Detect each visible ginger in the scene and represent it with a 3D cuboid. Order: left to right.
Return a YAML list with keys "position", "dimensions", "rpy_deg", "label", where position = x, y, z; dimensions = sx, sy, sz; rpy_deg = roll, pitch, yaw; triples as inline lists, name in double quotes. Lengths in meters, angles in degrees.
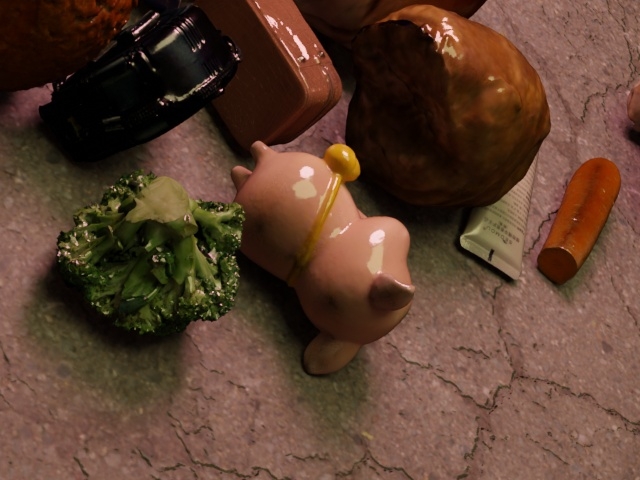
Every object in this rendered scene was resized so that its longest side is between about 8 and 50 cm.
- position: [0.161, -0.163, 1.904]
  dimensions: [0.200, 0.269, 0.223]
  rpy_deg: [33, 43, 30]
  label: "ginger"

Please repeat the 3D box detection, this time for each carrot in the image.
- position: [0.339, -0.035, 2.091]
  dimensions: [0.067, 0.067, 0.225]
  rpy_deg: [40, 45, -7]
  label: "carrot"

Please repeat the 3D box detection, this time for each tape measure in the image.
- position: [-0.179, -0.177, 1.699]
  dimensions: [0.112, 0.186, 0.199]
  rpy_deg: [58, 40, -19]
  label: "tape measure"

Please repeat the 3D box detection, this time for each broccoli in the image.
- position: [-0.165, 0.008, 1.606]
  dimensions: [0.195, 0.156, 0.195]
  rpy_deg: [-1, 52, 1]
  label: "broccoli"

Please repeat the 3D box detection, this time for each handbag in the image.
- position: [-0.073, -0.200, 1.830]
  dimensions: [0.072, 0.151, 0.193]
  rpy_deg: [-20, 70, -48]
  label: "handbag"

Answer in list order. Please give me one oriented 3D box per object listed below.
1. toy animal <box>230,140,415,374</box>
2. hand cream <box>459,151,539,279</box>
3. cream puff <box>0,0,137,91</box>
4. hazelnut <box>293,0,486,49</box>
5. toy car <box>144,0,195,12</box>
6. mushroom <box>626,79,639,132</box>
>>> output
- position: [0.001, -0.001, 1.735]
  dimensions: [0.149, 0.165, 0.248]
  rpy_deg: [-28, 72, -41]
  label: "toy animal"
- position: [0.237, -0.075, 2.054]
  dimensions: [0.095, 0.059, 0.276]
  rpy_deg: [32, 49, -17]
  label: "hand cream"
- position: [-0.292, -0.294, 1.619]
  dimensions: [0.212, 0.303, 0.303]
  rpy_deg: [-7, 64, -47]
  label: "cream puff"
- position: [0.077, -0.406, 1.997]
  dimensions: [0.372, 0.315, 0.372]
  rpy_deg: [0, 90, -34]
  label: "hazelnut"
- position: [-0.173, -0.387, 1.892]
  dimensions: [0.158, 0.172, 0.235]
  rpy_deg: [22, 41, -4]
  label: "toy car"
- position: [0.573, -0.154, 2.235]
  dimensions: [0.297, 0.298, 0.290]
  rpy_deg: [-6, 39, -41]
  label: "mushroom"
